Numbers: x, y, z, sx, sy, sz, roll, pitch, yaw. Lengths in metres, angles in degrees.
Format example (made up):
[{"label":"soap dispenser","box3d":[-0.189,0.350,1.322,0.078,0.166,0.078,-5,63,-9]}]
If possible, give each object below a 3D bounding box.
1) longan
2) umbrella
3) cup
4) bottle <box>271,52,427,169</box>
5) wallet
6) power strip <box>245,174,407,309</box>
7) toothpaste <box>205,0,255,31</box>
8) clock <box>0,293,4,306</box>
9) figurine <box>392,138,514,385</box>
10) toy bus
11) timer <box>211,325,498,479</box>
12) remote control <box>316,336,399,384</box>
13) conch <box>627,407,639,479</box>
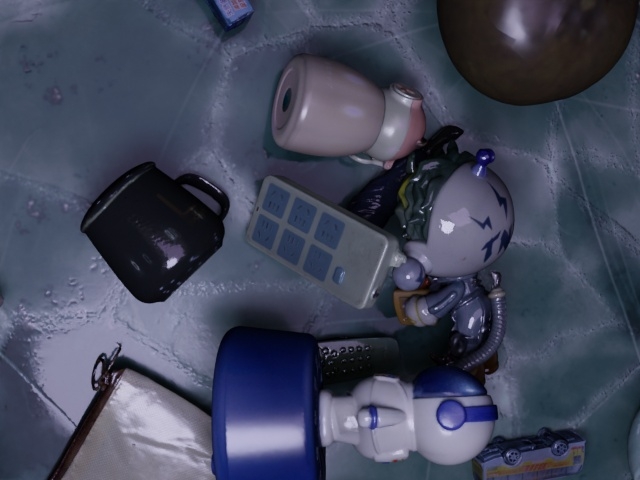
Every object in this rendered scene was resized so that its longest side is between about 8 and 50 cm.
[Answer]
[{"label":"longan","box3d":[0.324,-0.365,1.275,0.319,0.319,0.318,0,92,-12]},{"label":"umbrella","box3d":[0.134,-0.105,1.369,0.071,0.071,0.248,46,76,-10]},{"label":"cup","box3d":[-0.233,-0.027,1.249,0.176,0.169,0.223,43,48,-3]},{"label":"bottle","box3d":[0.055,-0.192,1.305,0.237,0.147,0.147,10,89,-20]},{"label":"wallet","box3d":[-0.283,0.364,1.288,0.275,0.068,0.335,29,92,-8]},{"label":"power strip","box3d":[0.000,0.000,1.257,0.270,0.046,0.117,30,106,30]},{"label":"toothpaste","box3d":[-0.190,-0.451,1.278,0.053,0.066,0.272,-31,98,-10]},{"label":"clock","box3d":[-0.655,0.100,1.143,0.326,0.184,0.342,36,79,-7]},{"label":"figurine","box3d":[0.206,0.035,1.310,0.186,0.261,0.381,3,113,21]},{"label":"toy bus","box3d":[0.351,0.368,1.421,0.191,0.064,0.075,-6,99,-12]},{"label":"timer","box3d":[0.055,0.248,1.191,0.384,0.270,0.270,-3,92,3]},{"label":"remote control","box3d":[0.018,0.192,1.355,0.222,0.042,0.072,-6,93,-11]},{"label":"conch","box3d":[0.614,0.338,1.447,0.221,0.121,0.184,-32,101,-2]}]
